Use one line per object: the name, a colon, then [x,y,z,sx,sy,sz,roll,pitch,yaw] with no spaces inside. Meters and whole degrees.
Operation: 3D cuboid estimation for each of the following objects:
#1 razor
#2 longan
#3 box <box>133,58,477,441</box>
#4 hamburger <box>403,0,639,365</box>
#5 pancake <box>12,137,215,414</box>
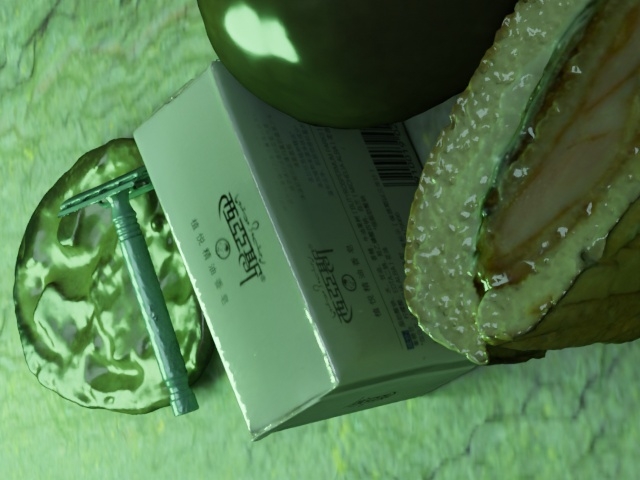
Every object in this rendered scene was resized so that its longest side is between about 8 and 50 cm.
razor: [-0.160,0.052,1.353,0.106,0.068,0.232,-21,86,35]
longan: [0.040,-0.226,1.053,0.297,0.297,0.297,4,96,41]
box: [-0.002,0.001,1.166,0.116,0.203,0.274,-35,72,38]
hamburger: [0.202,-0.045,0.996,0.162,0.209,0.330,28,85,35]
pancake: [-0.207,0.043,1.449,0.294,0.049,0.294,1,92,38]
